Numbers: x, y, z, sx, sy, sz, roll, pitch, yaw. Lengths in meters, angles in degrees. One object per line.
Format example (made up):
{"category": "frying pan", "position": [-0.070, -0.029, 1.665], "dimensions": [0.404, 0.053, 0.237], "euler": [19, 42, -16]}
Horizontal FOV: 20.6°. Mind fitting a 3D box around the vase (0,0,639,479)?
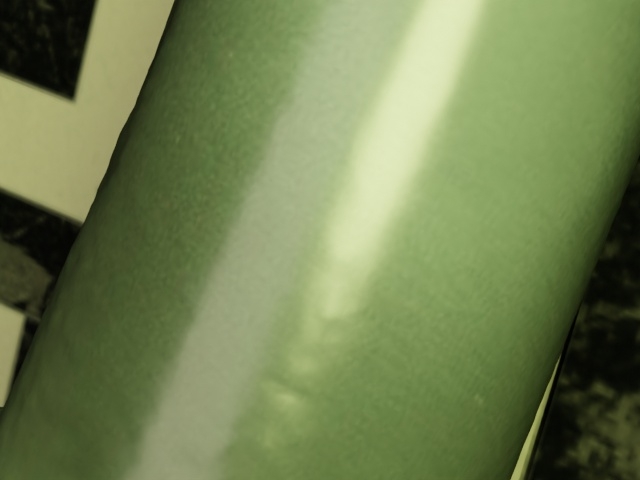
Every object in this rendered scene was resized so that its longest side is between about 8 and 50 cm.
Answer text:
{"category": "vase", "position": [0.000, 0.000, 0.667], "dimensions": [0.245, 0.245, 0.291], "euler": [25, 100, 28]}
